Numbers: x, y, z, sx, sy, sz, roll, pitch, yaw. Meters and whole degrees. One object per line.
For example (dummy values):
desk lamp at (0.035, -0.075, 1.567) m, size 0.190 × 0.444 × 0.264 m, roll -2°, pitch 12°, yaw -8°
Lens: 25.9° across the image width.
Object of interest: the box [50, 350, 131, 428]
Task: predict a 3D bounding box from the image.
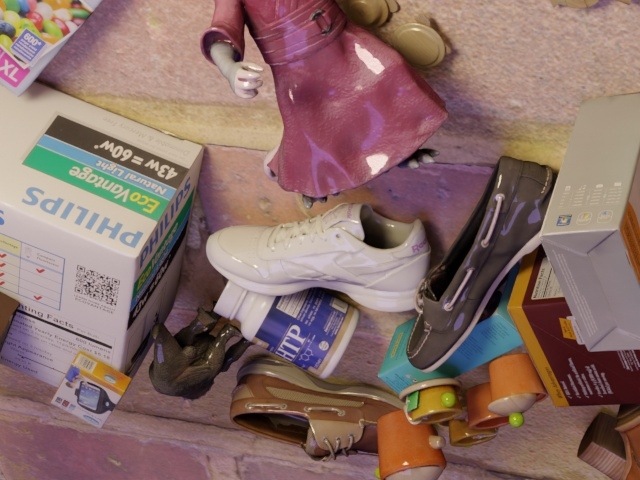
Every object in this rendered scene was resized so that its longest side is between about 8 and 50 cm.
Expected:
box at (-0.318, 0.210, 1.905) m, size 0.081 × 0.028 × 0.136 m, roll 29°, pitch 138°, yaw -6°

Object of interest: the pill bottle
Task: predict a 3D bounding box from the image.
pill bottle at (-0.049, 0.105, 1.942) m, size 0.186 × 0.112 × 0.112 m, roll 27°, pitch 139°, yaw -3°

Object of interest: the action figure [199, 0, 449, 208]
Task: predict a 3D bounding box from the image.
action figure at (-0.010, -0.236, 1.541) m, size 0.248 × 0.276 × 0.370 m, roll -31°, pitch 108°, yaw -6°

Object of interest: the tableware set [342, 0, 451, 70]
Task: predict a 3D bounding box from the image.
tableware set at (0.063, -0.225, 1.617) m, size 0.141 × 0.020 × 0.168 m, roll 36°, pitch 139°, yaw -9°

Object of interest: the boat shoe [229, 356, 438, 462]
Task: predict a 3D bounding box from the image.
boat shoe at (0.014, 0.283, 2.092) m, size 0.324 × 0.116 × 0.123 m, roll 14°, pitch 138°, yaw 12°

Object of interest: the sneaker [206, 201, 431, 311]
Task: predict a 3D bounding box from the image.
sneaker at (0.000, 0.000, 1.828) m, size 0.305 × 0.114 × 0.152 m, roll 7°, pitch 130°, yaw 8°

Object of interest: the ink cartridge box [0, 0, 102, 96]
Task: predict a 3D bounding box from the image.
ink cartridge box at (-0.355, -0.324, 1.667) m, size 0.185 × 0.065 × 0.311 m, roll 38°, pitch 130°, yaw -16°

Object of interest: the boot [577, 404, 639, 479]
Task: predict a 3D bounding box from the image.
boot at (0.492, 0.275, 1.860) m, size 0.220 × 0.109 × 0.283 m, roll 25°, pitch 141°, yaw 2°

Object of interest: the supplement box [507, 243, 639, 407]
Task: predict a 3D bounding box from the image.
supplement box at (0.363, 0.096, 1.722) m, size 0.194 × 0.129 × 0.191 m, roll -7°, pitch 130°, yaw 31°

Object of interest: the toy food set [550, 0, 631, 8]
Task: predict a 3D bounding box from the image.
toy food set at (0.293, -0.280, 1.452) m, size 0.122 × 0.019 × 0.078 m, roll 5°, pitch 135°, yaw 32°

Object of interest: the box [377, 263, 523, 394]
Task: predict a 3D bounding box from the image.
box at (0.185, 0.125, 1.859) m, size 0.060 × 0.100 × 0.244 m, roll 40°, pitch 136°, yaw -16°

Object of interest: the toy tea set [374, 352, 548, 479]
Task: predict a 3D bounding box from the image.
toy tea set at (0.193, 0.263, 1.881) m, size 0.200 × 0.124 × 0.336 m, roll -6°, pitch 158°, yaw -13°

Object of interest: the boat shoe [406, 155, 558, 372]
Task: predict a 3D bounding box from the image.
boat shoe at (0.180, 0.026, 1.723) m, size 0.095 × 0.112 × 0.335 m, roll 26°, pitch 123°, yaw -13°

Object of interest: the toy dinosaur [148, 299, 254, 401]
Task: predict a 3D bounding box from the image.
toy dinosaur at (-0.183, 0.173, 1.994) m, size 0.121 × 0.313 × 0.160 m, roll 38°, pitch 95°, yaw 4°

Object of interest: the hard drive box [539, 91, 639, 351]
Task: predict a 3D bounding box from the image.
hard drive box at (0.332, -0.022, 1.537) m, size 0.089 × 0.232 × 0.181 m, roll -6°, pitch 131°, yaw 29°

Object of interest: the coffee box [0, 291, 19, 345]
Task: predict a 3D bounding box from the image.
coffee box at (-0.508, 0.145, 1.875) m, size 0.141 × 0.098 × 0.246 m, roll 29°, pitch 141°, yaw -5°

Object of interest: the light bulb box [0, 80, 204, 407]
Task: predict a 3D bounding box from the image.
light bulb box at (-0.379, -0.006, 1.897) m, size 0.357 × 0.225 × 0.361 m, roll 22°, pitch 139°, yaw 3°
